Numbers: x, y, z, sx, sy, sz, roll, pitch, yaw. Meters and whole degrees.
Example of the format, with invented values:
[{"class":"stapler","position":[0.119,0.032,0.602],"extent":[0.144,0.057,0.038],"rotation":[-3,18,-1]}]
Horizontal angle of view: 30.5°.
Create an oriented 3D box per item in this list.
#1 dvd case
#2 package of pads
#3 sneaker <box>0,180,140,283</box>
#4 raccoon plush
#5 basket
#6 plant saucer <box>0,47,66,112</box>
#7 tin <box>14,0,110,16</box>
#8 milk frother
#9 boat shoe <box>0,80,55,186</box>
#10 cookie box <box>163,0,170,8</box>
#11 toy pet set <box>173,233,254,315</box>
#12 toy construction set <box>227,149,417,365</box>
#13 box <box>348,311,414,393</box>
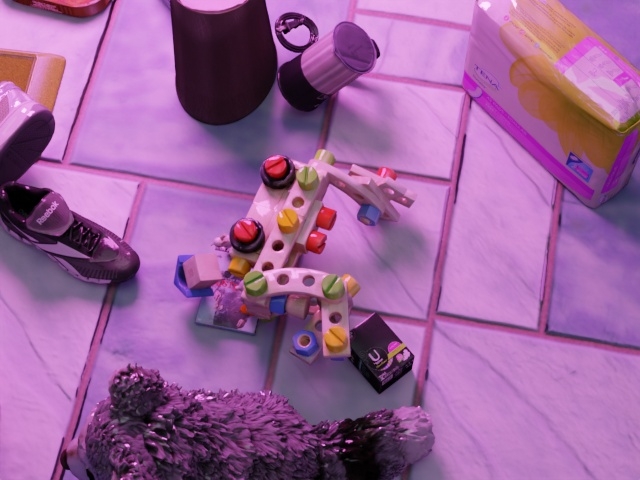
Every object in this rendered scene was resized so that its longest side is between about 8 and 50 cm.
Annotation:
[{"class":"dvd case","position":[-0.120,0.069,1.641],"extent":[0.087,0.013,0.119],"rotation":[11,64,6]},{"class":"package of pads","position":[0.330,-0.214,1.653],"extent":[0.101,0.229,0.296],"rotation":[-38,69,-16]},{"class":"sneaker","position":[-0.360,-0.014,1.631],"extent":[0.234,0.106,0.078],"rotation":[27,69,13]},{"class":"raccoon plush","position":[-0.082,0.218,1.412],"extent":[0.446,0.299,0.216],"rotation":[-23,66,-10]},{"class":"basket","position":[-0.146,-0.311,1.705],"extent":[0.154,0.227,0.204],"rotation":[12,66,6]},{"class":"plant saucer","position":[-0.497,-0.221,1.765],"extent":[0.188,0.045,0.188],"rotation":[7,65,3]},{"class":"tin","position":[-0.419,-0.415,1.862],"extent":[0.189,0.040,0.106],"rotation":[15,70,7]},{"class":"milk frother","position":[0.001,-0.288,1.727],"extent":[0.143,0.134,0.129],"rotation":[53,45,-8]},{"class":"boat shoe","position":[-0.516,-0.087,1.653],"extent":[0.103,0.118,0.320],"rotation":[38,81,19]},{"class":"cookie box","position":[-0.195,-0.400,1.850],"extent":[0.107,0.040,0.092],"rotation":[-32,69,-14]},{"class":"toy pet set","position":[-0.137,0.054,1.620],"extent":[0.114,0.065,0.122],"rotation":[-3,71,-36]},{"class":"toy construction set","position":[0.000,0.000,1.575],"extent":[0.215,0.151,0.328],"rotation":[19,55,15]},{"class":"box","position":[0.077,0.151,1.578],"extent":[0.062,0.052,0.083],"rotation":[-35,68,-16]}]
